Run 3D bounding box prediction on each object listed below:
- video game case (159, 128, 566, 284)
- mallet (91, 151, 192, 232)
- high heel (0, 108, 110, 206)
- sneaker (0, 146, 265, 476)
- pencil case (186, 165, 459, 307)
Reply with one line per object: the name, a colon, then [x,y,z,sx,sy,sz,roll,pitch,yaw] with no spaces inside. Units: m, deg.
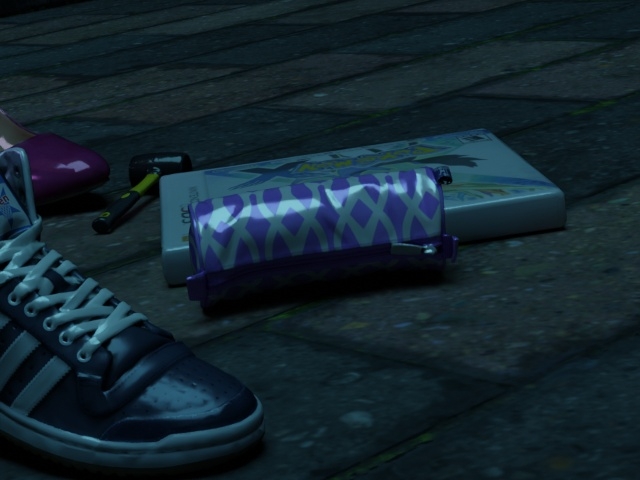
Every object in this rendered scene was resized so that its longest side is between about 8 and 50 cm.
video game case: [0.021,-0.038,1.391,0.329,0.036,0.300,-8,15,-4]
mallet: [-0.190,-0.046,1.538,0.062,0.039,0.190,0,20,22]
high heel: [-0.369,-0.130,1.648,0.377,0.181,0.127,4,18,38]
sneaker: [-0.158,0.034,0.919,0.282,0.153,0.099,12,22,29]
pencil case: [0.000,0.000,1.177,0.206,0.086,0.088,-9,42,-3]
